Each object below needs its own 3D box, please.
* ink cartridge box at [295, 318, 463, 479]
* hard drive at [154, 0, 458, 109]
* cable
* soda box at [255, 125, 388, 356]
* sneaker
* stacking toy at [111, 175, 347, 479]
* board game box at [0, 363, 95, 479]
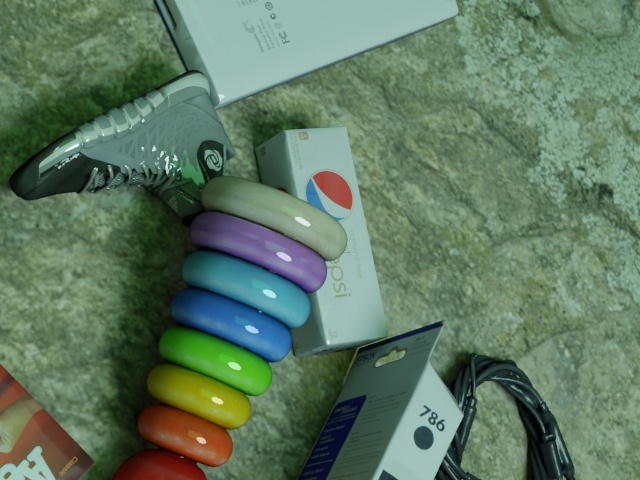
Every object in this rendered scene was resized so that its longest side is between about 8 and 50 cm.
[{"bbox_3d":[0.029,0.234,1.409,0.065,0.165,0.332,36,63,-16],"label":"ink cartridge box"},{"bbox_3d":[-0.025,-0.279,1.596,0.319,0.040,0.210,-25,89,-32],"label":"hard drive"},{"bbox_3d":[0.176,0.205,1.577,0.150,0.047,0.184,-21,89,-27],"label":"cable"},{"bbox_3d":[0.000,0.000,1.515,0.074,0.069,0.216,-6,78,-31],"label":"soda box"},{"bbox_3d":[-0.165,-0.060,1.431,0.229,0.086,0.132,-33,96,-33],"label":"sneaker"},{"bbox_3d":[-0.098,0.115,1.385,0.141,0.141,0.330,26,81,-21],"label":"stacking toy"},{"bbox_3d":[-0.330,0.235,1.288,0.145,0.027,0.281,48,59,-11],"label":"board game box"}]
